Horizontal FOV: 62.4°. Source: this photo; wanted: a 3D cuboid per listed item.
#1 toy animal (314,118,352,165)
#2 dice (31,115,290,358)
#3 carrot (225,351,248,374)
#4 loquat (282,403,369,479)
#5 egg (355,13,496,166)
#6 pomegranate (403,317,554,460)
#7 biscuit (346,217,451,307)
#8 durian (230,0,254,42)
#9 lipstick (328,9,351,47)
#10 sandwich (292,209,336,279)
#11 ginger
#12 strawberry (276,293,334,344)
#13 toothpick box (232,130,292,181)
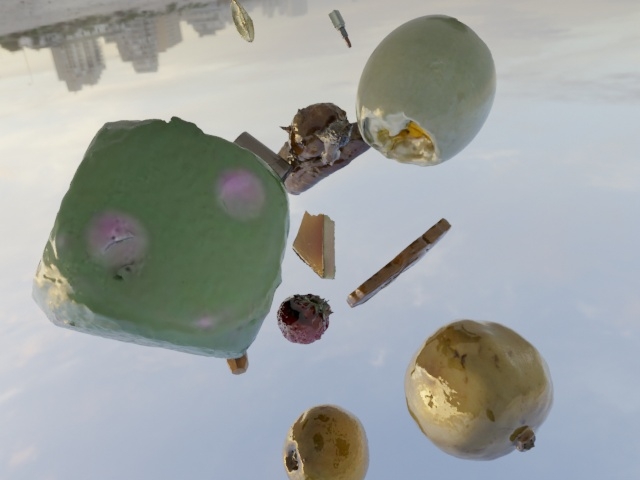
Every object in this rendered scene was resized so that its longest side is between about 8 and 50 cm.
[{"bbox_3d":[0.025,-0.235,1.276,0.069,0.086,0.220,-10,165,-11],"label":"toy animal"},{"bbox_3d":[-0.253,0.012,0.863,0.330,0.318,0.322,18,162,-22],"label":"dice"},{"bbox_3d":[-0.266,0.259,1.615,0.066,0.066,0.314,-8,-129,-8],"label":"carrot"},{"bbox_3d":[0.021,0.628,1.574,0.275,0.274,0.275,-4,-154,2],"label":"loquat"},{"bbox_3d":[0.229,-0.327,1.120,0.278,0.278,0.336,15,-114,35],"label":"egg"},{"bbox_3d":[0.363,0.346,1.221,0.333,0.332,0.332,-4,-154,2],"label":"pomegranate"},{"bbox_3d":[0.181,0.055,1.202,0.295,0.044,0.186,-39,173,-4],"label":"biscuit"},{"bbox_3d":[-0.224,-0.613,1.474,0.052,0.130,0.066,-17,-154,14],"label":"durian"},{"bbox_3d":[0.058,-0.563,1.415,0.025,0.107,0.025,-28,178,42],"label":"lipstick"},{"bbox_3d":[0.000,0.000,1.541,0.058,0.162,0.193,6,-156,-36],"label":"sandwich"},{"bbox_3d":[-0.044,-0.287,1.644,0.254,0.176,0.418,22,152,-30],"label":"ginger"},{"bbox_3d":[-0.033,0.144,0.943,0.106,0.106,0.106,-4,-154,2],"label":"strawberry"},{"bbox_3d":[-0.184,-0.234,1.602,0.181,0.111,0.111,37,-147,1],"label":"toothpick box"}]
